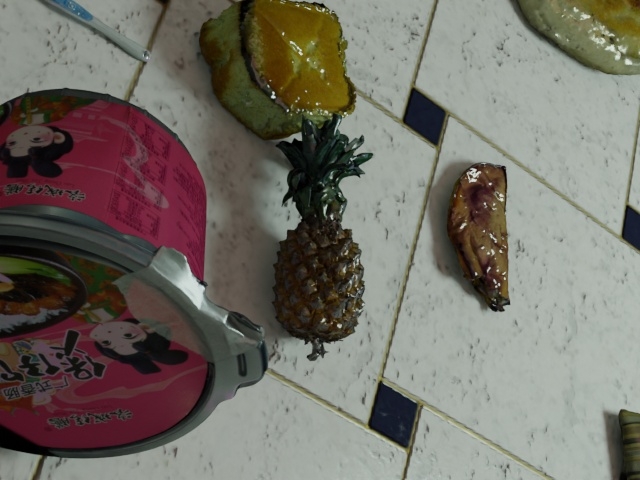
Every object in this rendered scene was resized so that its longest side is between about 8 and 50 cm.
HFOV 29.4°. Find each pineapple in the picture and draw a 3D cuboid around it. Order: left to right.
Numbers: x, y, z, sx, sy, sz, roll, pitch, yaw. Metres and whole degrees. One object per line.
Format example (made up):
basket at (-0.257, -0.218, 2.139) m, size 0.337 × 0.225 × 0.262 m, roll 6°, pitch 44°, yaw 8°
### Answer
pineapple at (0.001, -0.001, 1.097) m, size 0.103 × 0.083 × 0.221 m, roll 34°, pitch 54°, yaw -62°

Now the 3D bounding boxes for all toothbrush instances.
toothbrush at (-0.216, -0.199, 1.060) m, size 0.162 × 0.017 × 0.014 m, roll 31°, pitch 60°, yaw -29°

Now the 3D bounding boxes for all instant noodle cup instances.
instant noodle cup at (-0.181, 0.012, 0.867) m, size 0.302 × 0.258 × 0.182 m, roll 9°, pitch 47°, yaw -5°

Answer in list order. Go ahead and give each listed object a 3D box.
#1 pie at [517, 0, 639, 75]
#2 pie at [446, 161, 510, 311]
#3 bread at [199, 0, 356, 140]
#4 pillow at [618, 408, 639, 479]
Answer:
pie at (0.358, -0.354, 1.523) m, size 0.339 × 0.077 × 0.339 m, roll 15°, pitch 64°, yaw -33°
pie at (0.167, -0.010, 1.265) m, size 0.092 × 0.034 × 0.170 m, roll 15°, pitch 64°, yaw -37°
bread at (-0.037, -0.160, 1.145) m, size 0.140 × 0.069 × 0.128 m, roll -5°, pitch 76°, yaw -42°
pillow at (0.368, 0.284, 1.300) m, size 0.113 × 0.038 × 0.204 m, roll 13°, pitch 64°, yaw -31°
